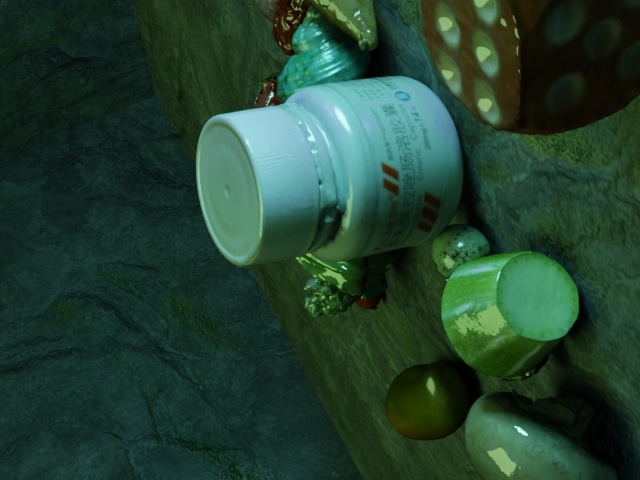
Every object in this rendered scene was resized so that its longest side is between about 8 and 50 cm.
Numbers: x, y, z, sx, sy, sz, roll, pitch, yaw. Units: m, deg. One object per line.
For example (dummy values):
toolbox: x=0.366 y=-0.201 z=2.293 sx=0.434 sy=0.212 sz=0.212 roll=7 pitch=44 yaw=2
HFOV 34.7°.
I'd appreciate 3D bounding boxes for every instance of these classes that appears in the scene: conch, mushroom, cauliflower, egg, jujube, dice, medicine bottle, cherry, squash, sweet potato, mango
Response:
conch: x=0.008 y=-0.270 z=1.613 sx=0.196 sy=0.134 sz=0.202 roll=-67 pitch=-6 yaw=-50
mushroom: x=0.307 y=0.282 z=1.401 sx=0.226 sy=0.178 sz=0.226 roll=31 pitch=177 yaw=2
cauliflower: x=0.000 y=0.000 z=1.939 sx=0.315 sy=0.239 sz=0.256 roll=18 pitch=151 yaw=9
egg: x=0.206 y=0.017 z=1.513 sx=0.110 sy=0.085 sz=0.085 roll=-112 pitch=3 yaw=-71
jujube: x=-0.018 y=-0.373 z=1.672 sx=0.176 sy=0.109 sz=0.112 roll=120 pitch=132 yaw=-61
dice: x=0.198 y=-0.211 z=0.919 sx=0.174 sy=0.179 sz=0.175 roll=54 pitch=165 yaw=44
medicine bottle: x=0.011 y=-0.095 z=1.455 sx=0.256 sy=0.324 sz=0.256 roll=27 pitch=122 yaw=54
cherry: x=-0.078 y=-0.443 z=1.867 sx=0.107 sy=0.090 sz=0.225 roll=55 pitch=177 yaw=-4
squash: x=0.248 y=0.086 z=1.320 sx=0.170 sy=0.170 sz=0.123 roll=64 pitch=155 yaw=10
sweet potato: x=-0.003 y=-0.415 z=1.506 sx=0.337 sy=0.131 sz=0.131 roll=59 pitch=166 yaw=26
mango: x=0.207 y=0.304 z=1.932 sx=0.289 sy=0.129 sz=0.146 roll=139 pitch=117 yaw=-73

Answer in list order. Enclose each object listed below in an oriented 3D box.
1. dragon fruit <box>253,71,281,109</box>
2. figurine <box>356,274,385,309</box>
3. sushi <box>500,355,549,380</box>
dragon fruit: x=-0.050 y=-0.216 z=1.967 sx=0.172 sy=0.172 sz=0.209 roll=-135 pitch=36 yaw=-58
figurine: x=0.099 y=0.097 z=2.161 sx=0.075 sy=0.068 sz=0.140 roll=53 pitch=169 yaw=35
sushi: x=0.258 y=0.123 z=1.433 sx=0.078 sy=0.090 sz=0.150 roll=2 pitch=-117 yaw=-63
